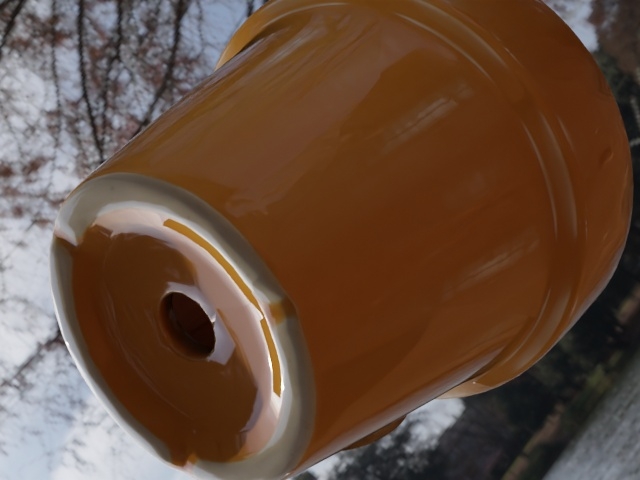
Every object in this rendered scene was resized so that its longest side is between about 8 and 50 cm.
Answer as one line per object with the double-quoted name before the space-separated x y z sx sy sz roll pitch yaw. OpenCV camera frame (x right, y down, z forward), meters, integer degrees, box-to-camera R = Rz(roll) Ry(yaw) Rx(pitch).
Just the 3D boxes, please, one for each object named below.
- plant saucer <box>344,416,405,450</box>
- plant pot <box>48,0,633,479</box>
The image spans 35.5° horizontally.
"plant saucer" 0.025 0.130 0.757 0.083 0.083 0.015 -37 -65 -42
"plant pot" 0.000 0.000 0.420 0.188 0.205 0.205 -35 -26 -47
